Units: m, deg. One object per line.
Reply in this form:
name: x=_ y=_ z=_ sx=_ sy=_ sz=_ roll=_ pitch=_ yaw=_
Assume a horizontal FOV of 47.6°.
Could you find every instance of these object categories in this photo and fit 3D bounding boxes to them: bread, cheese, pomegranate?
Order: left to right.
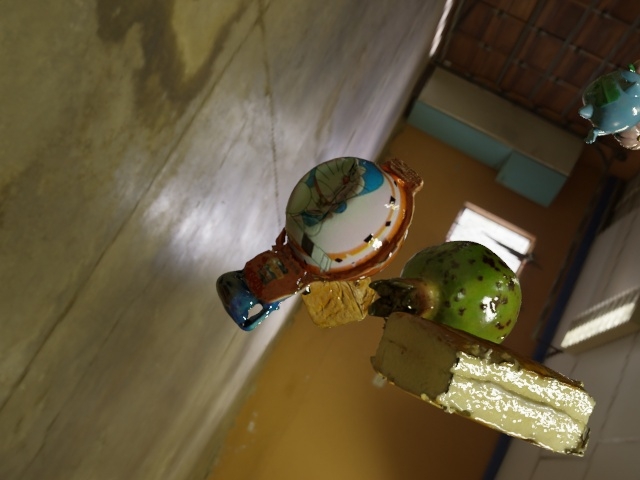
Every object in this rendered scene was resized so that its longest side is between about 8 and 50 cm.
cheese: x=0.000 y=0.000 z=1.026 sx=0.329 sy=0.217 sz=0.129 roll=-36 pitch=133 yaw=1
bread: x=0.045 y=0.130 z=1.858 sx=0.149 sy=0.143 sz=0.158 roll=-41 pitch=116 yaw=-63
pomegranate: x=0.234 y=0.108 z=1.293 sx=0.286 sy=0.231 sz=0.231 roll=-8 pitch=126 yaw=-64
bread: x=0.220 y=0.194 z=1.016 sx=0.111 sy=0.239 sz=0.246 roll=-70 pitch=-160 yaw=-1

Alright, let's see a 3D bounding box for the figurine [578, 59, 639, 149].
figurine: x=0.497 y=-0.220 z=1.183 sx=0.114 sy=0.178 sz=0.144 roll=-16 pitch=-130 yaw=45
